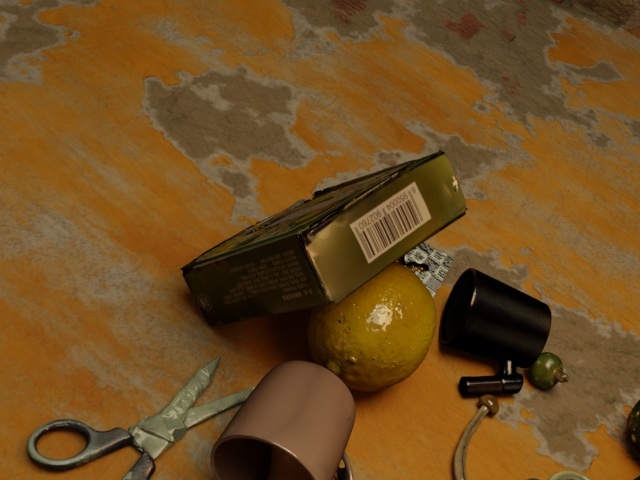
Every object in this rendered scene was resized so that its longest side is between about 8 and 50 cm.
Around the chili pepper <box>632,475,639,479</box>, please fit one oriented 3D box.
[{"bbox_3d":[0.635,0.486,1.567,0.278,0.065,0.122,-19,65,-31],"label":"chili pepper"}]

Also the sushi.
[{"bbox_3d":[0.179,0.052,1.843,0.201,0.031,0.139,30,61,8],"label":"sushi"}]

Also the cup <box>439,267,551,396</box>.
[{"bbox_3d":[0.341,0.198,1.713,0.176,0.240,0.166,21,1,-7],"label":"cup"}]

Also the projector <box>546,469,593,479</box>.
[{"bbox_3d":[0.367,0.543,1.277,0.248,0.249,0.248,37,46,18],"label":"projector"}]

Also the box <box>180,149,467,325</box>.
[{"bbox_3d":[0.000,0.000,1.549,0.373,0.420,0.138,-32,99,-36],"label":"box"}]

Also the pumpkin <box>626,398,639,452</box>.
[{"bbox_3d":[0.689,0.368,1.633,0.190,0.146,0.190,26,3,-2],"label":"pumpkin"}]

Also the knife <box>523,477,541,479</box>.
[{"bbox_3d":[0.328,0.448,1.500,0.210,0.015,0.028,-3,51,-35],"label":"knife"}]

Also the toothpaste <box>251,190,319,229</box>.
[{"bbox_3d":[-0.102,-0.009,1.781,0.100,0.066,0.323,40,52,18],"label":"toothpaste"}]

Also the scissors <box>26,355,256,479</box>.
[{"bbox_3d":[-0.264,0.322,1.417,0.256,0.029,0.383,41,46,19],"label":"scissors"}]

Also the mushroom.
[{"bbox_3d":[0.278,0.401,1.539,0.068,0.043,0.306,8,43,15],"label":"mushroom"}]

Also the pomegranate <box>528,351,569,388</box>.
[{"bbox_3d":[0.463,0.260,1.707,0.073,0.084,0.073,18,65,-45],"label":"pomegranate"}]

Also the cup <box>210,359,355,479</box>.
[{"bbox_3d":[-0.030,0.341,1.392,0.253,0.191,0.200,50,40,-12],"label":"cup"}]

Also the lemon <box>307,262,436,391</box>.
[{"bbox_3d":[0.097,0.156,1.571,0.235,0.236,0.263,22,63,1],"label":"lemon"}]
